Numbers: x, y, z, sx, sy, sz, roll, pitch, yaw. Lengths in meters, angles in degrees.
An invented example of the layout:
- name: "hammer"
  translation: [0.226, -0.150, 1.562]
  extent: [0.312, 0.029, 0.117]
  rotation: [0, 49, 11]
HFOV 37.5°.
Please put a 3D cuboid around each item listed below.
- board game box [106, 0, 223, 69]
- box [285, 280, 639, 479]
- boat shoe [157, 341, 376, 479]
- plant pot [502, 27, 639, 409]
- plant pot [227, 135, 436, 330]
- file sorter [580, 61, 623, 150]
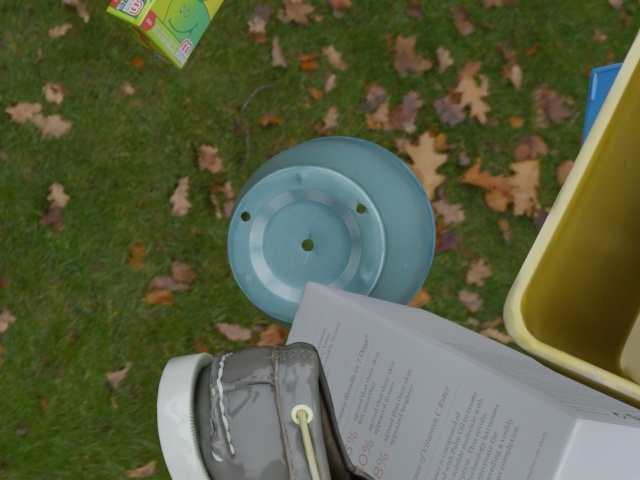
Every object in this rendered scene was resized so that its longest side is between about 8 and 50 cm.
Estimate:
- name: "board game box"
  translation: [-0.123, -0.267, 0.910]
  extent: [0.043, 0.092, 0.181]
  rotation: [28, 84, 23]
- name: "box"
  translation: [0.111, 0.195, 0.833]
  extent: [0.168, 0.345, 0.215]
  rotation: [15, 95, -38]
- name: "boat shoe"
  translation: [0.002, 0.184, 0.581]
  extent: [0.109, 0.091, 0.305]
  rotation: [-87, 158, -55]
- name: "plant pot"
  translation: [0.219, 0.008, 0.393]
  extent: [0.212, 0.187, 0.212]
  rotation: [25, 80, 20]
- name: "plant pot"
  translation: [0.000, 0.000, 1.171]
  extent: [0.272, 0.255, 0.271]
  rotation: [1, 93, 10]
- name: "file sorter"
  translation: [0.279, -0.059, 0.645]
  extent: [0.104, 0.170, 0.118]
  rotation: [24, 70, -39]
